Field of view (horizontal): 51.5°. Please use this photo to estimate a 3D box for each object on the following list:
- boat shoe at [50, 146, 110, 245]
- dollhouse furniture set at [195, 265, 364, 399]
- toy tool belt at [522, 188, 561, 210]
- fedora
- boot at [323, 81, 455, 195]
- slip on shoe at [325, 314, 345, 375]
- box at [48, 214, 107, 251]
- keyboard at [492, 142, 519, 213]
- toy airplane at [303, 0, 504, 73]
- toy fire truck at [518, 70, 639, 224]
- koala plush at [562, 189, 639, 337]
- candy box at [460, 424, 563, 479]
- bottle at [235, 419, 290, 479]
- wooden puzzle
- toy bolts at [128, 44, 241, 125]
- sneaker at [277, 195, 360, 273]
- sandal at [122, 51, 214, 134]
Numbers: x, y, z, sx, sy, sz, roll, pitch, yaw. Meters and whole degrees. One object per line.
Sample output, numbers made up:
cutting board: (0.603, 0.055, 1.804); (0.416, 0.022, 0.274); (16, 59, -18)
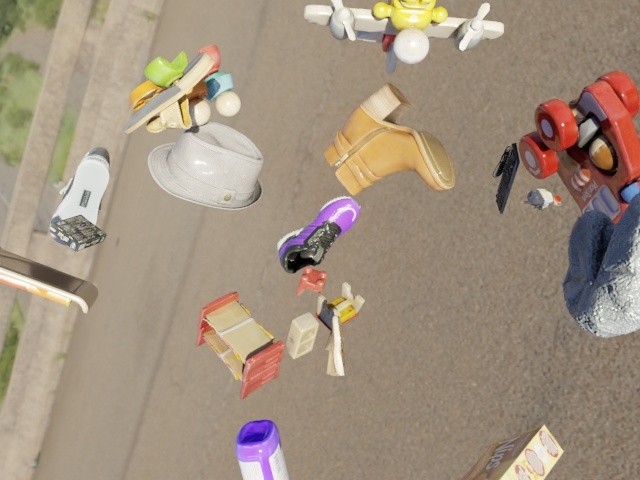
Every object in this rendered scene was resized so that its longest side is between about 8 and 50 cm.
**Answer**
boat shoe: (-0.643, -0.120, 1.790); (0.104, 0.113, 0.306); (-98, 30, -52)
dollhouse furniture set: (-0.101, 0.206, 1.674); (0.201, 0.374, 0.152); (45, 142, 27)
toy tool belt: (0.559, -0.101, 1.678); (0.051, 0.083, 0.052); (132, 142, -58)
fedora: (-0.238, -0.185, 1.510); (0.124, 0.276, 0.243); (-58, 34, 30)
boot: (0.134, -0.164, 1.397); (0.220, 0.109, 0.283); (-44, 69, 28)
slip on shoe: (0.030, 0.236, 1.487); (0.051, 0.041, 0.135); (-17, -78, -78)
box: (-0.445, -0.015, 1.219); (0.018, 0.067, 0.083); (-57, -7, 21)
keyboard: (0.467, -0.164, 1.703); (0.192, 0.038, 0.100); (93, -179, -48)
toy airplane: (0.209, -0.539, 1.651); (0.386, 0.384, 0.272); (-19, 58, 33)
toy fire truck: (0.537, -0.159, 1.284); (0.302, 0.170, 0.253); (81, 163, -71)
koala plush: (0.485, 0.067, 0.944); (0.196, 0.221, 0.203); (141, 149, -73)
candy box: (0.422, 0.573, 1.571); (0.087, 0.317, 0.183); (57, 135, 8)
bottle: (-0.113, 0.540, 1.459); (0.118, 0.092, 0.282); (-74, -26, -70)
wooden puzzle: (-0.556, 0.073, 1.297); (0.044, 0.239, 0.221); (-62, 13, -3)
toy bolts: (-0.295, -0.323, 1.517); (0.218, 0.228, 0.158); (-30, 94, 43)
sneaker: (0.000, 0.001, 1.889); (0.293, 0.102, 0.146); (-38, 28, 21)
sandal: (-0.256, -0.234, 1.189); (0.240, 0.079, 0.088); (-31, 31, 32)
